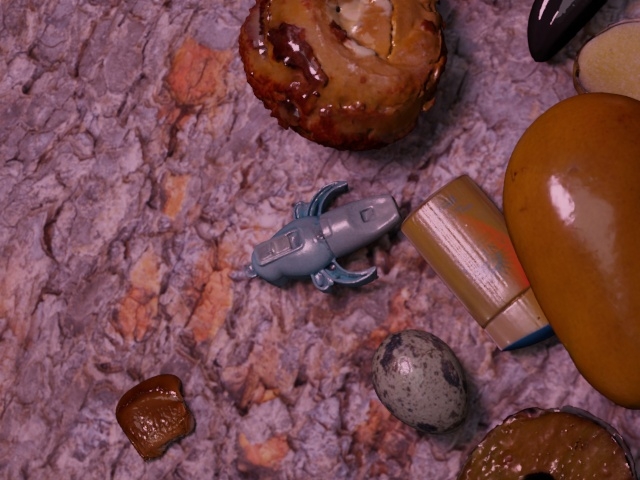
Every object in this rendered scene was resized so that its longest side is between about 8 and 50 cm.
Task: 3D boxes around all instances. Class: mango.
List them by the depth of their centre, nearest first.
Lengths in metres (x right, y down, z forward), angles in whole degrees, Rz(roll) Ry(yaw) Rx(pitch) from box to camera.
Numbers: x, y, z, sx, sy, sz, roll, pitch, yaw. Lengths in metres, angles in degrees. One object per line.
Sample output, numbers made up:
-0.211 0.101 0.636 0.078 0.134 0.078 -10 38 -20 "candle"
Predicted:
0.419 0.009 1.324 0.299 0.232 0.446 -7 75 -15 "mango"

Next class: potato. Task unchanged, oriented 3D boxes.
0.489 -0.250 1.452 0.200 0.081 0.164 -1 70 13 "potato"

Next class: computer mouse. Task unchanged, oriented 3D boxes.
0.407 -0.400 1.475 0.270 0.137 0.086 -46 80 4 "computer mouse"

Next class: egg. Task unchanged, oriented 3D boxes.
0.152 0.214 1.420 0.132 0.132 0.172 -39 80 5 "egg"

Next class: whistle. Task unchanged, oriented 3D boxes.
0.000 0.000 1.528 0.273 0.093 0.186 -23 62 12 "whistle"

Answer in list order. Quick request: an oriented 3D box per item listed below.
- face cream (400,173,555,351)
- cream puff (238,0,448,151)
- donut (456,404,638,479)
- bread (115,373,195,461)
0.261 0.042 1.459 0.139 0.067 0.285 -40 71 4 "face cream"
0.029 -0.292 1.506 0.350 0.228 0.351 7 70 -19 "cream puff"
0.323 0.363 1.315 0.272 0.107 0.272 -25 40 23 "donut"
-0.278 0.290 1.576 0.129 0.044 0.126 -33 73 4 "bread"
